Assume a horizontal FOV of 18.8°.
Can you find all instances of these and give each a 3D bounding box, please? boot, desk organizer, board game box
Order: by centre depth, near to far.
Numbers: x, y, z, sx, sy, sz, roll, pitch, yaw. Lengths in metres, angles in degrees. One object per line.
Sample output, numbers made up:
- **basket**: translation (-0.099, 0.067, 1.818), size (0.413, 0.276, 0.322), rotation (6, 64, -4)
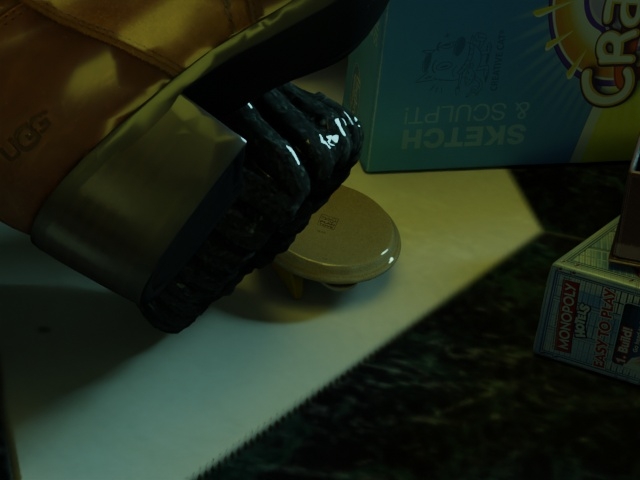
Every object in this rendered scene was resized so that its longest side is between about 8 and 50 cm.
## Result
- **boot**: translation (-0.111, -0.147, 0.777), size (0.280, 0.096, 0.264), rotation (35, 77, 6)
- **desk organizer**: translation (0.175, -0.039, 0.942), size (0.047, 0.050, 0.130), rotation (12, 33, 11)
- **boot**: translation (-0.123, -0.073, 0.958), size (0.260, 0.348, 0.131), rotation (41, 83, -4)
- **board game box**: translation (0.207, 0.019, 0.962), size (0.194, 0.060, 0.194), rotation (9, 35, 2)
- **board game box**: translation (0.181, -0.158, 1.050), size (0.316, 0.242, 0.064), rotation (-3, 37, -12)

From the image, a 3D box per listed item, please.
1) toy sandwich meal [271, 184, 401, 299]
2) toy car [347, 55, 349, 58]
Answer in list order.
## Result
- **toy sandwich meal**: translation (0.000, 0.000, 0.983), size (0.085, 0.029, 0.085), rotation (8, 39, -7)
- **toy car**: translation (0.014, -0.177, 1.158), size (0.136, 0.159, 0.182), rotation (-18, 23, 32)
